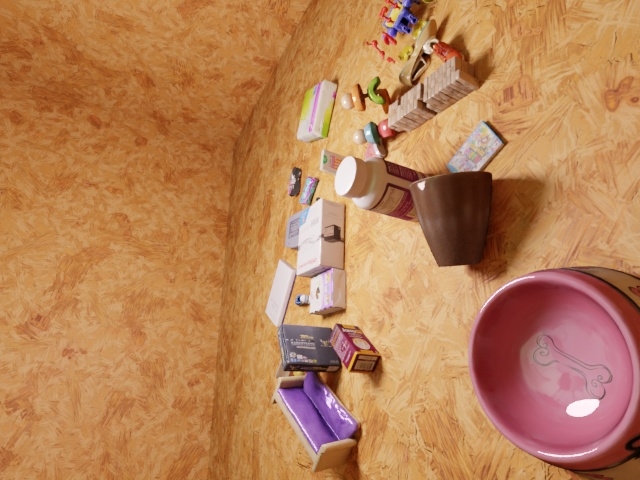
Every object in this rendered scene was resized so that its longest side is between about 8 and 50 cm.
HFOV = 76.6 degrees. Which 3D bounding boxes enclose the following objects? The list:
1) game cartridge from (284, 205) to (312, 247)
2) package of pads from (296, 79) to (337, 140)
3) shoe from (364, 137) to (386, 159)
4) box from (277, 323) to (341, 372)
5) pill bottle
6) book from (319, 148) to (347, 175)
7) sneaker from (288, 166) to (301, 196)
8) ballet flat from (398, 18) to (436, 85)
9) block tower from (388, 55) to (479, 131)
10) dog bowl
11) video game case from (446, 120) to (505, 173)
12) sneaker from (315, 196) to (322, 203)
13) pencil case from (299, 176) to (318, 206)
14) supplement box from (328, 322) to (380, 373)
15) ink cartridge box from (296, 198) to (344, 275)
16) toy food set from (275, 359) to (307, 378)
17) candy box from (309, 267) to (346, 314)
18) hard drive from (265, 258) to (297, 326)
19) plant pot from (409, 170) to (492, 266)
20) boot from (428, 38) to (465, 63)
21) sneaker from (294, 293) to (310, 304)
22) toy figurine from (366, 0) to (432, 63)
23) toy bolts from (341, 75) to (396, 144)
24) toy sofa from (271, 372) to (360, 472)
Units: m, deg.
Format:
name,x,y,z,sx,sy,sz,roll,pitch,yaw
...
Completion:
name,x,y,z,sx,sy,sz,roll,pitch,yaw
game cartridge,-0.106,-0.056,2.146,0.294,0.060,0.196,-19,58,60
package of pads,-0.025,-0.695,2.209,0.229,0.101,0.297,8,86,63
shoe,0.211,-0.389,1.653,0.081,0.063,0.178,-40,49,44
box,-0.047,0.429,1.615,0.059,0.232,0.183,-61,30,34
pill bottle,0.204,-0.170,1.302,0.169,0.301,0.169,-36,48,53
book,0.068,-0.344,1.824,0.035,0.144,0.096,-19,62,60
sneaker,-0.151,-0.332,2.357,0.077,0.072,0.178,138,146,-67
ballet flat,0.372,-0.674,1.475,0.073,0.080,0.232,46,127,27
block tower,0.366,-0.479,1.357,0.335,0.090,0.097,-20,62,59
dog bowl,0.466,0.238,0.782,0.408,0.150,0.408,-36,47,52
video game case,0.447,-0.249,1.182,0.166,0.015,0.119,-57,33,36
sneaker,-0.009,-0.180,2.026,0.031,0.035,0.083,-44,42,49
pencil case,-0.062,-0.260,2.133,0.070,0.064,0.152,-111,38,-72
supplement box,0.119,0.384,1.452,0.188,0.104,0.081,46,119,59
ink cartridge box,0.000,0.000,1.825,0.223,0.129,0.308,-29,53,56
toy food set,-0.121,0.635,1.827,0.220,0.092,0.306,-69,27,17
candy box,0.029,0.224,1.736,0.196,0.070,0.165,-31,52,55
hard drive,-0.220,0.285,2.234,0.210,0.040,0.319,30,106,62
plant pot,0.359,-0.048,1.088,0.215,0.215,0.231,-13,81,61
boot,0.412,-0.614,1.336,0.059,0.084,0.158,-57,35,32
sneaker,-0.098,0.287,1.972,0.144,0.059,0.053,-28,57,58
toy figurine,0.304,-0.902,1.571,0.363,0.191,0.217,-60,26,28
toy bolts,0.191,-0.485,1.578,0.158,0.218,0.229,-13,93,22
toy sofa,-0.027,0.643,1.508,0.362,0.150,0.177,39,113,49
